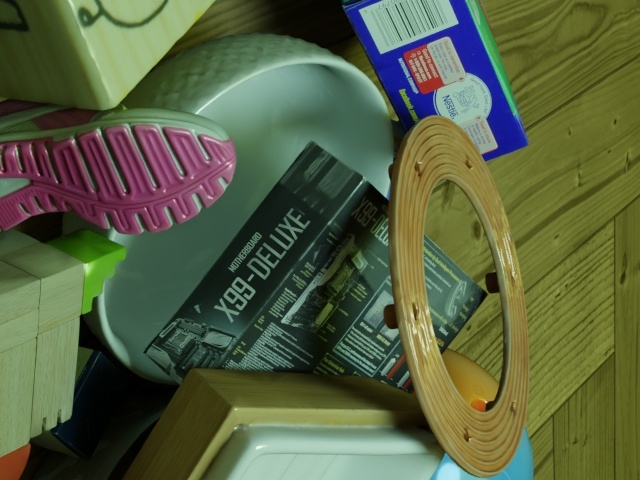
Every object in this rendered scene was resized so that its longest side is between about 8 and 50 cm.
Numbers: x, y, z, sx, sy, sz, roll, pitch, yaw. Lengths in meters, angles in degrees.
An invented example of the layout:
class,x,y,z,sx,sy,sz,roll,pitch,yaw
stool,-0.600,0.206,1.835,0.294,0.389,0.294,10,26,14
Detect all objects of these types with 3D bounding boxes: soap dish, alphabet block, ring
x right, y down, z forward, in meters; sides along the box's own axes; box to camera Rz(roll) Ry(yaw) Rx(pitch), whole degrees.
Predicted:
class,x,y,z,sx,sy,sz,roll,pitch,yaw
soap dish,-0.046,0.219,1.298,0.291,0.118,0.229,9,120,-49
alphabet block,-0.212,-0.238,1.129,0.192,0.193,0.197,-53,139,-34
ring,0.126,0.051,1.369,0.336,0.032,0.336,39,46,-55

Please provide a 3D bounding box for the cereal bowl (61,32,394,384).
class,x,y,z,sx,sy,sz,roll,pitch,yaw
cereal bowl,-0.101,-0.044,1.358,0.339,0.141,0.339,-30,139,-30

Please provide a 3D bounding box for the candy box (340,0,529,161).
class,x,y,z,sx,sy,sz,roll,pitch,yaw
candy box,0.098,-0.268,1.538,0.268,0.122,0.317,58,15,-46

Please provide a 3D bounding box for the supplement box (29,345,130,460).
class,x,y,z,sx,sy,sz,roll,pitch,yaw
supplement box,-0.230,0.138,1.303,0.083,0.083,0.056,-64,144,-24

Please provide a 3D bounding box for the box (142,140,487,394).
class,x,y,z,sx,sy,sz,roll,pitch,yaw
box,0.008,0.077,1.397,0.242,0.076,0.307,-53,145,0

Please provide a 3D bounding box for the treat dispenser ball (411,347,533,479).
class,x,y,z,sx,sy,sz,roll,pitch,yaw
treat dispenser ball,0.092,0.253,1.648,0.288,0.288,0.288,-22,116,-54

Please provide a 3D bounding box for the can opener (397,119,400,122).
class,x,y,z,sx,sy,sz,roll,pitch,yaw
can opener,0.041,-0.015,1.683,0.095,0.076,0.283,82,31,-61

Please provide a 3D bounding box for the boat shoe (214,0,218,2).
class,x,y,z,sx,sy,sz,roll,pitch,yaw
boat shoe,-0.074,-0.356,1.253,0.367,0.136,0.156,117,-12,-64

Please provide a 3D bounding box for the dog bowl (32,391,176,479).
class,x,y,z,sx,sy,sz,roll,pitch,yaw
dog bowl,-0.166,0.307,1.434,0.349,0.102,0.348,-23,118,-53

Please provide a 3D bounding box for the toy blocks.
class,x,y,z,sx,sy,sz,roll,pitch,yaw
toy blocks,-0.320,0.155,1.115,0.381,0.191,0.261,-26,131,-51

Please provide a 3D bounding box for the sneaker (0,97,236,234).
class,x,y,z,sx,sy,sz,roll,pitch,yaw
sneaker,-0.188,-0.074,1.152,0.111,0.252,0.103,-82,168,-51

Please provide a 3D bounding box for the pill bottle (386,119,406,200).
class,x,y,z,sx,sy,sz,roll,pitch,yaw
pill bottle,0.000,0.000,1.563,0.152,0.152,0.272,9,90,-58
